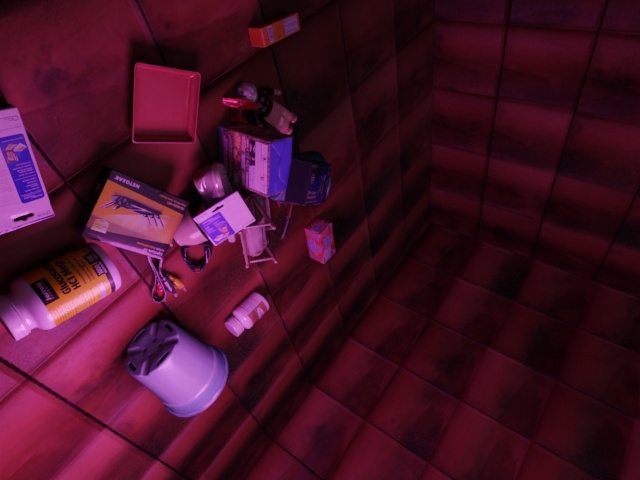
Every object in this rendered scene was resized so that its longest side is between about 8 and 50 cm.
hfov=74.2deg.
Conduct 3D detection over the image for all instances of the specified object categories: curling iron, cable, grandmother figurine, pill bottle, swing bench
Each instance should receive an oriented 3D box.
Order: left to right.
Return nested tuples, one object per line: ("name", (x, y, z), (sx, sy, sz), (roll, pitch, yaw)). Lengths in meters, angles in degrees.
("pill bottle", (-0.836, 0.161, 1.351), (0.334, 0.188, 0.188), (-38, 140, -39))
("cable", (-0.671, 0.144, 1.754), (0.139, 0.072, 0.287), (-31, 125, -20))
("cable", (-0.542, 0.052, 1.869), (0.150, 0.047, 0.184), (-53, 146, -21))
("pill bottle", (-0.392, 0.394, 2.253), (0.229, 0.131, 0.131), (-44, 143, -32))
("swing bench", (-0.299, -0.053, 1.992), (0.165, 0.255, 0.253), (-8, 138, -8))
("grandmother figurine", (-0.241, -0.577, 1.859), (0.342, 0.104, 0.208), (25, 77, -56))
("curling iron", (-0.176, -0.139, 2.306), (0.068, 0.035, 0.274), (-94, -158, -74))

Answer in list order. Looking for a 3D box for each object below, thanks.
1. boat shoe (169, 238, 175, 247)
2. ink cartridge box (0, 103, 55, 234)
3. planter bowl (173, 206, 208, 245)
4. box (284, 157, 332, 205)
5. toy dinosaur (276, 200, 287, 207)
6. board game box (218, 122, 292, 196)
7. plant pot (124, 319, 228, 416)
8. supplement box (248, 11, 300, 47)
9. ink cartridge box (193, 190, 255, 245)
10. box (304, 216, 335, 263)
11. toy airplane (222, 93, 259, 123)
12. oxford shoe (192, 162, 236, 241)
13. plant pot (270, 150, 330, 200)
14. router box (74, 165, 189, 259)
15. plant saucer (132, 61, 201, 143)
("boat shoe", (-0.633, -0.028, 1.675), (0.049, 0.056, 0.152), (-68, 152, -27))
("ink cartridge box", (-0.877, -0.192, 1.167), (0.165, 0.065, 0.333), (-32, 135, -43))
("planter bowl", (-0.543, -0.044, 1.716), (0.109, 0.162, 0.162), (-32, 142, -5))
("box", (-0.049, -0.257, 1.850), (0.261, 0.103, 0.184), (-23, 124, -68))
("toy dinosaur", (-0.222, -0.209, 2.212), (0.090, 0.047, 0.082), (2, 123, -23))
("board game box", (-0.275, -0.344, 1.767), (0.141, 0.291, 0.232), (-29, 134, -47))
("plant pot", (-0.629, 0.533, 1.824), (0.341, 0.341, 0.334), (-52, 139, -21))
("supplement box", (-0.187, -0.873, 1.750), (0.233, 0.078, 0.080), (-42, 139, -35))
("ink cartridge box", (-0.393, -0.097, 1.733), (0.206, 0.045, 0.208), (-33, 147, -7))
("box", (0.000, 0.000, 2.594), (0.128, 0.122, 0.257), (-45, 143, -32))
("toy airplane", (-0.332, -0.538, 1.741), (0.151, 0.151, 0.028), (60, 21, -54))
("oxford shoe", (-0.439, -0.155, 1.822), (0.449, 0.130, 0.169), (85, 0, -54))
("plant pot", (-0.132, -0.298, 2.076), (0.255, 0.271, 0.272), (-12, 122, -37))
("router box", (-0.658, -0.090, 1.505), (0.309, 0.081, 0.243), (25, 89, -48))
("plant saucer", (-0.550, -0.476, 1.492), (0.259, 0.047, 0.258), (-16, 124, -51))
